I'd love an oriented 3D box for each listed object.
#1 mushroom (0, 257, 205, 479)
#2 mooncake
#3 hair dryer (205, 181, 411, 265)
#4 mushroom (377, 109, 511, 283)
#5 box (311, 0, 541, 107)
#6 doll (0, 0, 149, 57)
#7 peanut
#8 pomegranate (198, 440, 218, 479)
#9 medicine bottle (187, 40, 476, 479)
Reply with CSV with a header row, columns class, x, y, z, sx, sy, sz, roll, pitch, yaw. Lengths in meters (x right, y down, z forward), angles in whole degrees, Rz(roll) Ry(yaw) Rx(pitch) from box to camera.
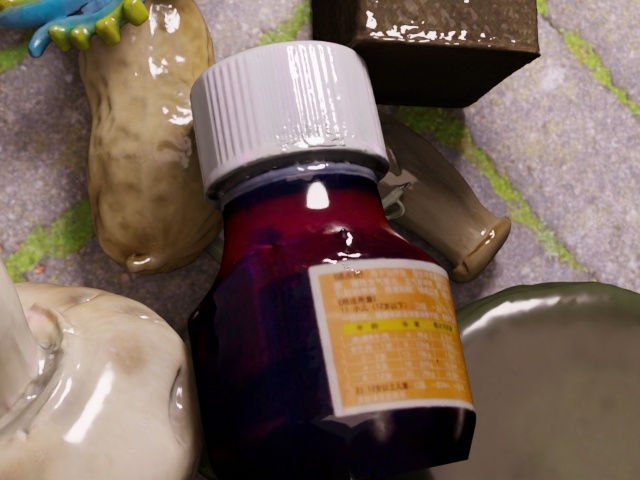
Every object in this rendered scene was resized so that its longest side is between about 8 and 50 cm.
class,x,y,z,sx,sy,sz,roll,pitch,yaw
mushroom,-0.287,0.175,1.475,0.353,0.353,0.325,20,79,-7
mooncake,0.227,0.214,1.650,0.356,0.194,0.356,1,81,-6
hair dryer,-0.021,-0.002,1.680,0.167,0.067,0.199,27,101,8
mushroom,0.084,-0.058,1.713,0.247,0.096,0.108,33,53,-7
box,0.092,-0.224,1.644,0.184,0.273,0.143,1,82,-10
doll,-0.202,-0.324,1.650,0.341,0.099,0.346,-6,63,22
peanut,-0.154,-0.114,1.649,0.143,0.159,0.291,4,79,-48
pomegranate,-0.077,0.166,1.642,0.143,0.122,0.169,15,55,-33
medicine bottle,-0.004,0.026,1.483,0.242,0.242,0.395,-6,78,-11
